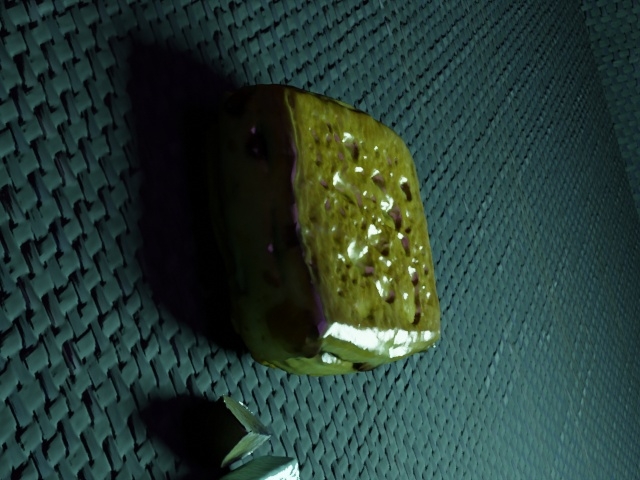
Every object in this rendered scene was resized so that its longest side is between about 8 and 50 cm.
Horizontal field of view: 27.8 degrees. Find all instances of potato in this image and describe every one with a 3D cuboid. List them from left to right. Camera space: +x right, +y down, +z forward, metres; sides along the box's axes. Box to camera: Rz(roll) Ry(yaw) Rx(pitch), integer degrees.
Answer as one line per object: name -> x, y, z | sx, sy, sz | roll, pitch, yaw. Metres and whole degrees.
potato -> -0.062, 0.126, 0.847 | 0.037, 0.036, 0.093 | 44, -2, 11

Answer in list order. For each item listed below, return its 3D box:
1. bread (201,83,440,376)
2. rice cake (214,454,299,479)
bread -> 0.000, 0.000, 0.976 | 0.235, 0.099, 0.210 | 13, 64, -59
rice cake -> -0.075, 0.177, 0.762 | 0.245, 0.045, 0.042 | -23, 108, -68
